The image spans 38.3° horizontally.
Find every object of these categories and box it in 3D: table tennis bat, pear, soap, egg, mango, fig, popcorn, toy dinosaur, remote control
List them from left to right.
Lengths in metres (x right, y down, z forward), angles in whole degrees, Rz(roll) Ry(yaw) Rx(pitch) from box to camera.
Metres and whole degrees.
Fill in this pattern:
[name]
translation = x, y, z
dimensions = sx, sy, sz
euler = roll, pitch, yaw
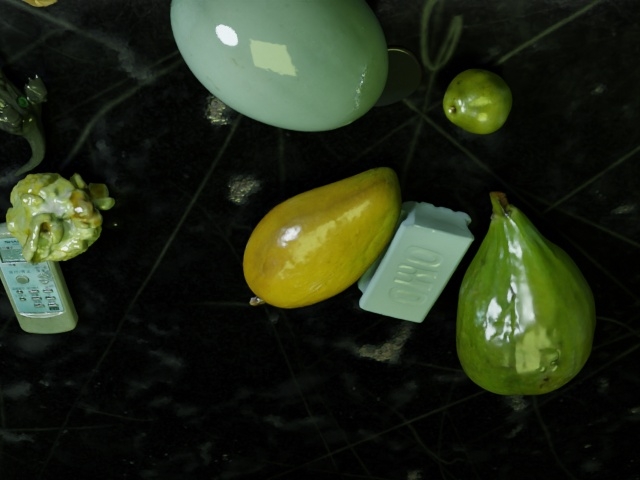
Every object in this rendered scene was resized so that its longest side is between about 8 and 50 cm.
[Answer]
[toy dinosaur]
translation = -0.450, -0.189, 1.292
dimensions = 0.187, 0.087, 0.179
euler = 43, 157, -15
[remote control]
translation = -0.468, 0.064, 1.506
dimensions = 0.098, 0.038, 0.233
euler = -3, 131, 2
[popcorn]
translation = -0.393, -0.036, 1.368
dimensions = 0.141, 0.162, 0.135
euler = 35, 163, -1
[egg]
translation = -0.046, -0.243, 1.120
dimensions = 0.283, 0.203, 0.203
euler = 27, 126, -18
[mango]
translation = 0.000, 0.000, 1.407
dimensions = 0.317, 0.119, 0.176
euler = -37, 119, 18
[table tennis bat]
translation = 0.063, -0.217, 1.273
dimensions = 0.156, 0.013, 0.087
euler = -15, 131, 12
[soap]
translation = 0.148, 0.035, 1.466
dimensions = 0.119, 0.066, 0.198
euler = 13, 131, -14
[pear]
translation = 0.217, -0.192, 1.253
dimensions = 0.097, 0.092, 0.092
euler = -27, 144, -35
[fig]
translation = 0.311, 0.102, 1.415
dimensions = 0.233, 0.233, 0.314
euler = -7, 143, 5

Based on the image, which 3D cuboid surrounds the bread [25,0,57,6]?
[bread]
translation = -0.303, -0.374, 0.994
dimensions = 0.184, 0.211, 0.224
euler = -18, 135, 24
